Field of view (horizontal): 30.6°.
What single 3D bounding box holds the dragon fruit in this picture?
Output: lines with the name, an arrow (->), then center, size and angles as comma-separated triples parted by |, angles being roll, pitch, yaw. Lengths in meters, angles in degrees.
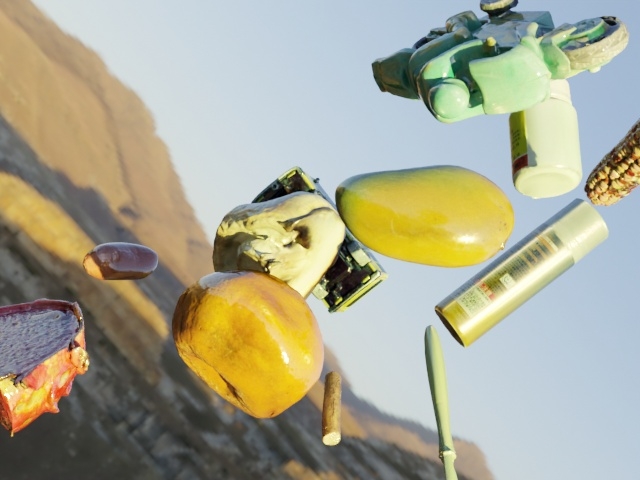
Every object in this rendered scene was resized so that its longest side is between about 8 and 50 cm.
dragon fruit -> -0.367, 0.164, 1.542 | 0.274, 0.161, 0.126 | 24, -42, 58

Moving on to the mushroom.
mushroom -> -0.082, 0.009, 2.009 | 0.164, 0.190, 0.267 | 40, -38, 26

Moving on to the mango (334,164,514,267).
mango -> 0.146, -0.039, 1.634 | 0.114, 0.251, 0.156 | 112, -18, -61

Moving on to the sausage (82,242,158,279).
sausage -> -0.373, 0.039, 2.184 | 0.077, 0.077, 0.194 | 46, 15, 17

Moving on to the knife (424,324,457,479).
knife -> 0.121, 0.197, 1.125 | 0.293, 0.020, 0.043 | -92, 175, -46

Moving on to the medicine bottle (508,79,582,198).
medicine bottle -> 0.450, -0.211, 2.357 | 0.139, 0.139, 0.225 | 61, 27, -62

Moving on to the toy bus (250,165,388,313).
toy bus -> 0.000, 0.000, 2.190 | 0.262, 0.128, 0.150 | 53, 9, 12

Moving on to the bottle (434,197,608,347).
bottle -> 0.309, 0.047, 1.788 | 0.082, 0.286, 0.082 | 52, -5, 7

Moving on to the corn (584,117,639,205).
corn -> 0.541, -0.147, 1.974 | 0.092, 0.092, 0.280 | 47, -31, 7

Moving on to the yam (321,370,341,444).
yam -> 0.018, 0.267, 1.875 | 0.032, 0.032, 0.145 | 52, 23, -29

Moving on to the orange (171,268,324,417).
orange -> -0.099, 0.147, 1.800 | 0.249, 0.183, 0.249 | 34, -23, 17

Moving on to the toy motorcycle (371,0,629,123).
toy motorcycle -> 0.176, -0.185, 1.263 | 0.296, 0.198, 0.109 | 17, -45, 56
